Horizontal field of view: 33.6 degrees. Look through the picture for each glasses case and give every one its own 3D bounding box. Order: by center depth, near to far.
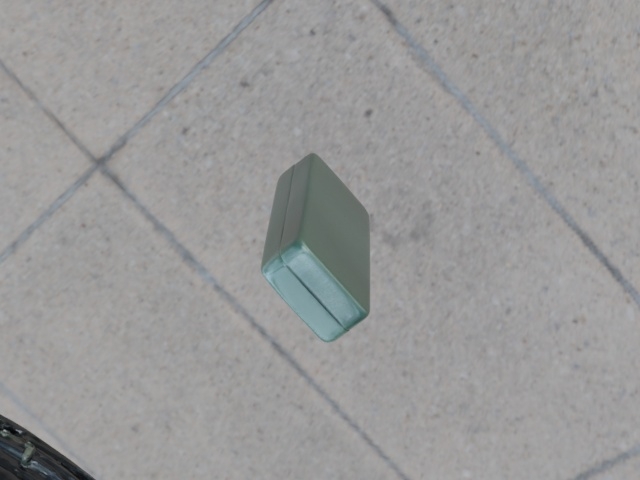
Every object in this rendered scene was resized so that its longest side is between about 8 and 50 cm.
[{"bbox_3d":[0.000,0.000,0.796,0.039,0.184,0.078,-37,108,17],"label":"glasses case"}]

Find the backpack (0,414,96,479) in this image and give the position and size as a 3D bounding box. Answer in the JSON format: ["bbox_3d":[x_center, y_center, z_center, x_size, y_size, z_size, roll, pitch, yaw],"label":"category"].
[{"bbox_3d":[-0.194,0.252,0.832,0.258,0.133,0.206,26,158,9],"label":"backpack"}]
